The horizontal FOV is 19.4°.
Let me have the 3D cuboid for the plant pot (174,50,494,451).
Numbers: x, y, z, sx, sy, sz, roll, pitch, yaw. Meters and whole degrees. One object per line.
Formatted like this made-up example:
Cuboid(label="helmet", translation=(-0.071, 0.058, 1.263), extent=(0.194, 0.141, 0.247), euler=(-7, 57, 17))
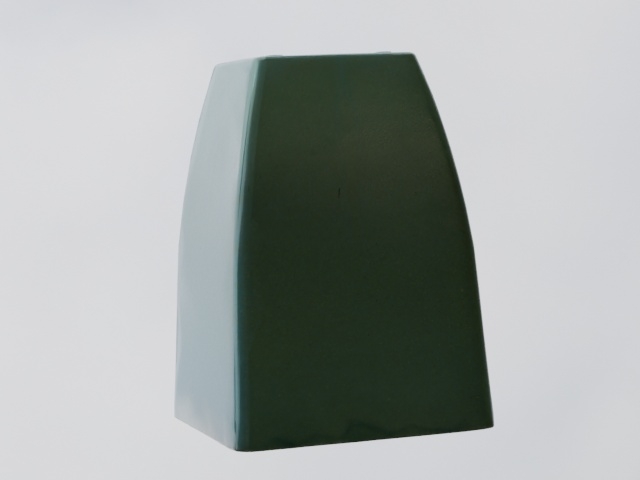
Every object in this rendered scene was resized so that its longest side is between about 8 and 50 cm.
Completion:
Cuboid(label="plant pot", translation=(0.000, 0.000, 1.187), extent=(0.165, 0.166, 0.234), euler=(-3, -87, -18))
